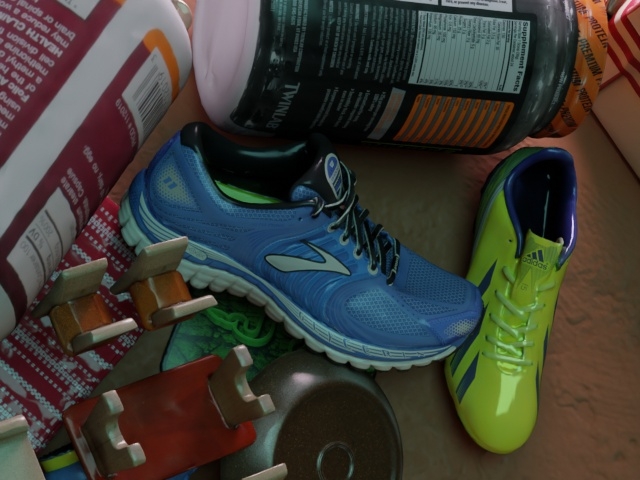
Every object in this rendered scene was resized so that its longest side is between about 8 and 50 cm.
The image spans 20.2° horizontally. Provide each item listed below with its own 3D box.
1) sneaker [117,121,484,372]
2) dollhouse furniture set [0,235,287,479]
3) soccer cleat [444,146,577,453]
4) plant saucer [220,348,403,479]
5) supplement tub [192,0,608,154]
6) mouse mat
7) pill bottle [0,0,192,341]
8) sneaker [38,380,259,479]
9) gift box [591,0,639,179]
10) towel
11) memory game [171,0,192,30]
[{"bbox_3d":[0.000,0.000,1.540,0.330,0.147,0.130,23,34,-15],"label":"sneaker"},{"bbox_3d":[-0.170,0.163,1.415,0.259,0.135,0.262,-18,77,-32],"label":"dollhouse furniture set"},{"bbox_3d":[0.178,0.047,1.635,0.093,0.121,0.289,15,70,-17],"label":"soccer cleat"},{"bbox_3d":[0.004,0.192,1.537,0.198,0.036,0.198,2,87,-39],"label":"plant saucer"},{"bbox_3d":[0.071,-0.184,1.612,0.338,0.207,0.207,4,74,-21],"label":"supplement tub"},{"bbox_3d":[-0.035,0.090,1.605,0.190,0.007,0.152,26,67,-14],"label":"mouse mat"},{"bbox_3d":[-0.288,-0.054,1.402,0.224,0.224,0.392,37,62,-8],"label":"pill bottle"},{"bbox_3d":[-0.131,0.181,1.511,0.209,0.069,0.082,-22,90,-23],"label":"sneaker"},{"bbox_3d":[0.418,-0.189,1.718,0.255,0.276,0.258,-34,88,-31],"label":"gift box"},{"bbox_3d":[-0.264,0.061,1.512,0.199,0.031,0.275,42,63,-3],"label":"towel"},{"bbox_3d":[-0.205,-0.216,1.622,0.186,0.012,0.186,6,72,-20],"label":"memory game"}]
